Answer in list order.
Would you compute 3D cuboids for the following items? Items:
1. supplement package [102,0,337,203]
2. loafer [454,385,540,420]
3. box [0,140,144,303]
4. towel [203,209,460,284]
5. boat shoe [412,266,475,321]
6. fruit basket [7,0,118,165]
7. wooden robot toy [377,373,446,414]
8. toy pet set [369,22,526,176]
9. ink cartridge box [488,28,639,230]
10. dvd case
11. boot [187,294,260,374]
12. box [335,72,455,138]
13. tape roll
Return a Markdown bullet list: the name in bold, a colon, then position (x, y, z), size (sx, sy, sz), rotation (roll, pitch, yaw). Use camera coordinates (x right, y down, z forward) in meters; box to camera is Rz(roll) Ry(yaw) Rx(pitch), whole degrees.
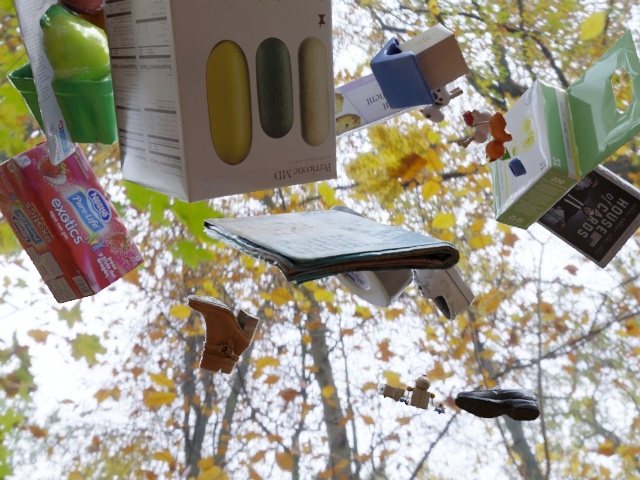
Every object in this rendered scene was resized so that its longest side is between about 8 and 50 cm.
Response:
- **supplement package**: position (-0.117, -0.199, 0.826), size (0.199, 0.198, 0.262), rotation (-13, -71, -34)
- **loafer**: position (0.364, 0.330, 1.465), size (0.170, 0.061, 0.062), rotation (7, -47, 8)
- **box**: position (-0.433, -0.035, 1.198), size (0.128, 0.123, 0.256), rotation (-15, -72, 41)
- **towel**: position (0.000, 0.000, 1.091), size (0.272, 0.370, 0.040), rotation (-4, -78, -27)
- **boat shoe**: position (0.243, 0.086, 1.508), size (0.084, 0.095, 0.258), rotation (-51, -57, -10)
- **fruit basket**: position (-0.340, -0.329, 1.001), size (0.166, 0.327, 0.352), rotation (0, -58, 15)
- **wooden robot toy**: position (0.220, 0.344, 1.634), size (0.174, 0.076, 0.078), rotation (18, -103, -6)
- **toy pet set**: position (0.092, -0.103, 0.558), size (0.065, 0.122, 0.114), rotation (-28, -61, 6)
- **ink cartridge box**: position (0.307, -0.145, 0.911), size (0.056, 0.171, 0.235), rotation (18, -38, -15)
- **dvd case**: position (0.538, -0.077, 1.468), size (0.239, 0.030, 0.179), rotation (38, -53, 17)
- **boot**: position (-0.239, 0.214, 1.589), size (0.197, 0.073, 0.152), rotation (28, -91, -33)
- **box**: position (0.024, -0.176, 0.988), size (0.324, 0.063, 0.067), rotation (-17, -87, 24)
- **tape roll**: position (0.077, 0.033, 1.404), size (0.072, 0.219, 0.219), rotation (-46, -67, -17)
